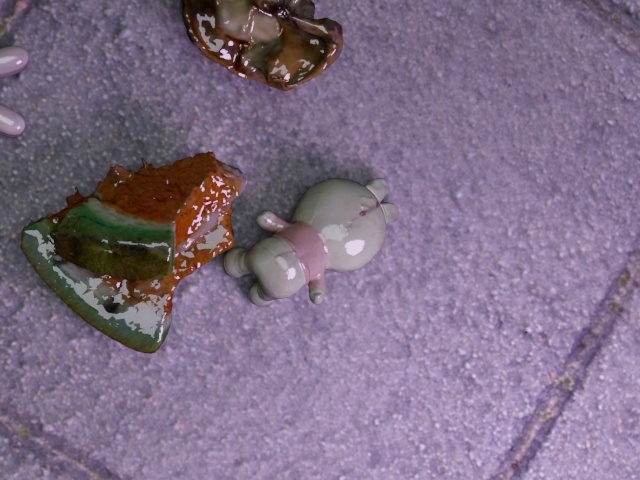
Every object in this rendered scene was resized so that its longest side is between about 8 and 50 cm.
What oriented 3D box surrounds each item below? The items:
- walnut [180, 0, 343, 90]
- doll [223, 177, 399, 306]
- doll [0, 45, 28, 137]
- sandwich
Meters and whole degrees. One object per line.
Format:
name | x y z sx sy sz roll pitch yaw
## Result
walnut | -0.091 -0.322 1.697 0.204 0.141 0.238 -22 96 -3
doll | 0.000 0.001 1.719 0.275 0.113 0.154 -30 92 -12
doll | -0.480 -0.219 1.637 0.160 0.059 0.161 1 89 -15
sandwich | -0.225 -0.004 1.641 0.301 0.162 0.250 -42 102 -9
